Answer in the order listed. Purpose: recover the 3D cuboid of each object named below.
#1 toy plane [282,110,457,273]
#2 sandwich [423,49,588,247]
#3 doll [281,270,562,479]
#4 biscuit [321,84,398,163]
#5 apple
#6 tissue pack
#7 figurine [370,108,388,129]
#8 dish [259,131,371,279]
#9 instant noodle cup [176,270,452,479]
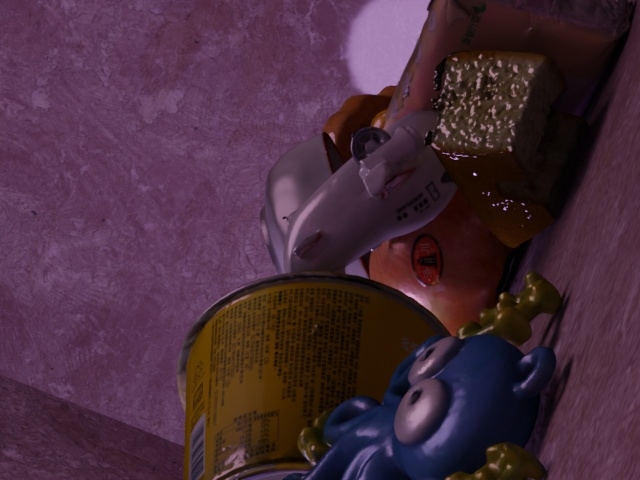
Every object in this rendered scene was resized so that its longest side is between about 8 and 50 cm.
[{"bbox_3d":[0.057,-0.039,1.715,0.252,0.118,0.252,-44,-11,-11],"label":"toy plane"},{"bbox_3d":[0.208,-0.087,1.686,0.236,0.128,0.122,49,-125,-50],"label":"sandwich"},{"bbox_3d":[0.070,0.156,1.318,0.341,0.099,0.346,-31,18,37],"label":"doll"},{"bbox_3d":[0.113,-0.065,2.286,0.351,0.057,0.312,-18,-84,-45],"label":"biscuit"},{"bbox_3d":[0.152,0.012,1.896,0.209,0.164,0.209,-62,-8,-15],"label":"apple"},{"bbox_3d":[0.199,-0.190,1.765,0.257,0.215,0.123,111,172,-50],"label":"tissue pack"},{"bbox_3d":[0.186,-0.101,2.176,0.320,0.196,0.323,45,-131,-49],"label":"figurine"},{"bbox_3d":[0.000,0.000,2.030,0.256,0.117,0.256,-20,-90,-83],"label":"dish"},{"bbox_3d":[-0.005,0.230,1.641,0.254,0.325,0.326,-84,12,-54],"label":"instant noodle cup"}]
